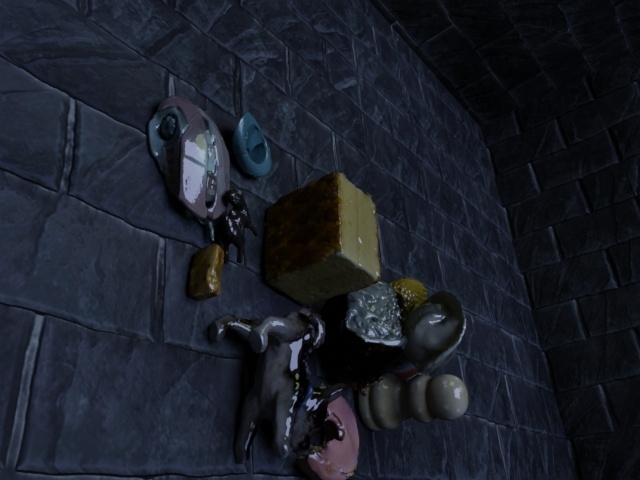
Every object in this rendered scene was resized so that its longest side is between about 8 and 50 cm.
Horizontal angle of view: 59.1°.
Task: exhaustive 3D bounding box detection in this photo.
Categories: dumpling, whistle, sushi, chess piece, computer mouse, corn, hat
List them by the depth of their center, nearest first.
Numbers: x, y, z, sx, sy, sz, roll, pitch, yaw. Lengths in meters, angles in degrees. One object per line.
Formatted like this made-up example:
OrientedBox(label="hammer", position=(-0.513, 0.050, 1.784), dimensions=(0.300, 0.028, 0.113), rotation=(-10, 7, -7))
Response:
OrientedBox(label="computer mouse", position=(-0.297, -0.190, 1.370), dimensions=(0.200, 0.115, 0.388), rotation=(1, 68, -53))
OrientedBox(label="chess piece", position=(0.269, 0.451, 1.596), dimensions=(0.167, 0.300, 0.167), rotation=(24, 60, -49))
OrientedBox(label="hat", position=(-0.208, -0.268, 1.598), dimensions=(0.138, 0.078, 0.190), rotation=(-58, 138, -45))
OrientedBox(label="dumpling", position=(0.315, 0.244, 1.605), dimensions=(0.175, 0.227, 0.243), rotation=(12, 34, -42))
OrientedBox(label="sushi", position=(0.108, 0.243, 1.617), dimensions=(0.235, 0.207, 0.348), rotation=(20, 30, -4))
OrientedBox(label="whistle", position=(0.274, 0.404, 1.787), dimensions=(0.347, 0.189, 0.189), rotation=(66, 29, -23))
OrientedBox(label="corn", position=(0.278, 0.196, 1.903), dimensions=(0.387, 0.144, 0.143), rotation=(8, 62, -69))

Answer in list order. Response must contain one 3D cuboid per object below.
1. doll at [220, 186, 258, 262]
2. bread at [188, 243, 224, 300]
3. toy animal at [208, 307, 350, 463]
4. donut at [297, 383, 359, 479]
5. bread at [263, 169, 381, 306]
OrientedBox(label="doll", position=(-0.210, -0.046, 1.401), dimensions=(0.139, 0.057, 0.165), rotation=(-63, 149, -52))
OrientedBox(label="bread", position=(-0.259, 0.072, 1.287), dimensions=(0.053, 0.074, 0.132), rotation=(48, 36, -47))
OrientedBox(label="toy animal", position=(-0.064, 0.317, 1.302), dimensions=(0.303, 0.194, 0.344), rotation=(0, 75, -51))
OrientedBox(label="donut", position=(0.017, 0.490, 1.410), dimensions=(0.199, 0.085, 0.232), rotation=(41, 39, -34))
OrientedBox(label="bread", position=(0.000, 0.000, 1.543), dimensions=(0.207, 0.279, 0.279), rotation=(37, 44, -42))
